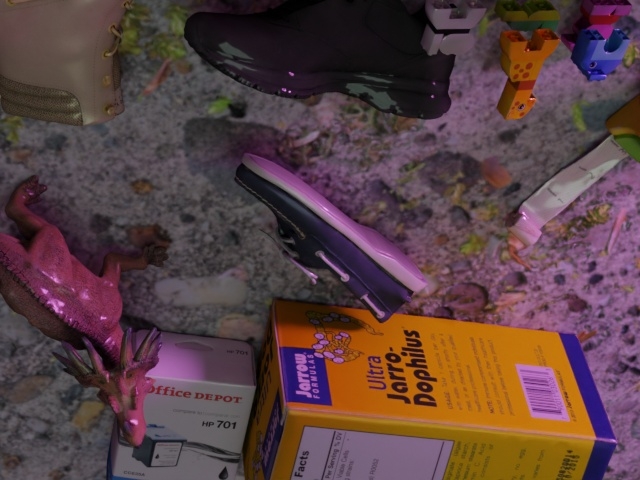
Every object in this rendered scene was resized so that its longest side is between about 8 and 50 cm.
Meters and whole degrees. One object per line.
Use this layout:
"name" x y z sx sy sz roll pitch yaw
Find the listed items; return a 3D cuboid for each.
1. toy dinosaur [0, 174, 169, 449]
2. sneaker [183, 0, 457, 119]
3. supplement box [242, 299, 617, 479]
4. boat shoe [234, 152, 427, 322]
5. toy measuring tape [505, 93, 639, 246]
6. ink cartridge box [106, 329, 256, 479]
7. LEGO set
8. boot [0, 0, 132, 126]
"toy dinosaur" -0.259 0.060 1.638 0.296 0.200 0.127 35 114 -24
"sneaker" 0.006 -0.198 1.553 0.286 0.109 0.130 4 111 -30
"supplement box" 0.108 0.213 1.778 0.357 0.195 0.194 7 122 -11
"boat shoe" 0.000 0.000 1.693 0.254 0.095 0.079 35 103 -34
"toy measuring tape" 0.329 -0.083 1.656 0.330 0.121 0.121 -40 118 19
"ink cartridge box" -0.156 0.203 1.814 0.140 0.082 0.190 7 124 -10
"LEGO set" 0.203 -0.171 1.563 0.227 0.087 0.093 -4 132 -27
"boot" -0.190 -0.213 1.529 0.262 0.095 0.203 -6 123 0
